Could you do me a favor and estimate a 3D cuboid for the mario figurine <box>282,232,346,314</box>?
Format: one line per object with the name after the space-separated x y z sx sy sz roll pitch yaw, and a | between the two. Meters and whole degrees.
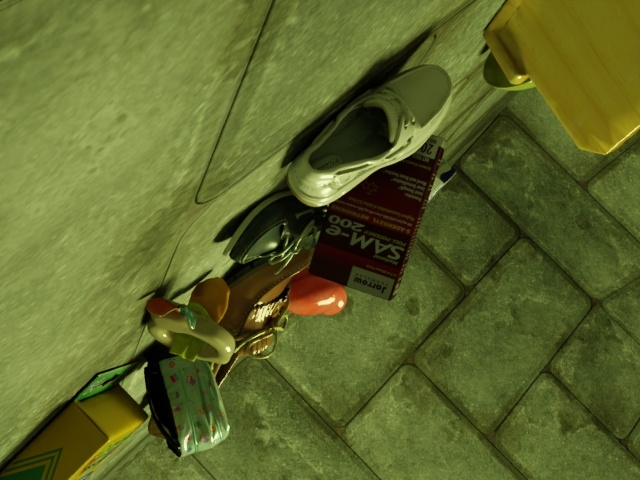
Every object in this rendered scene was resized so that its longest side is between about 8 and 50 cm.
0.000 0.000 1.588 0.320 0.170 0.198 -59 148 -38 | mario figurine

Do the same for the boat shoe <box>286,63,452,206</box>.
0.079 -0.147 1.071 0.277 0.098 0.096 -41 175 -21 | boat shoe

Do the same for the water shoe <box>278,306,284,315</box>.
-0.032 0.151 2.161 0.203 0.080 0.073 -7 153 -21 | water shoe

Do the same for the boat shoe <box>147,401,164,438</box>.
-0.313 0.337 1.883 0.342 0.123 0.123 115 -11 -52 | boat shoe

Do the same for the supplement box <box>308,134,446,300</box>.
0.081 -0.048 1.191 0.073 0.130 0.239 -17 124 -78 | supplement box

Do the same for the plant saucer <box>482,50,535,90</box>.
0.432 -0.374 1.639 0.241 0.037 0.241 -32 -149 22 | plant saucer

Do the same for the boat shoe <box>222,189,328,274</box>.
-0.052 -0.015 1.189 0.095 0.079 0.254 -48 174 24 | boat shoe

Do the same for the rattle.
-0.167 0.080 1.138 0.143 0.130 0.200 -54 152 -21 | rattle

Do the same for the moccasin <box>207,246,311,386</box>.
-0.131 0.146 1.463 0.380 0.147 0.139 -47 172 27 | moccasin

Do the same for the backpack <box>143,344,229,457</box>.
-0.227 0.266 1.401 0.115 0.182 0.152 -18 165 -11 | backpack

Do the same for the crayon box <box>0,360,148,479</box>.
-0.392 0.333 1.279 0.323 0.083 0.203 -45 175 2 | crayon box

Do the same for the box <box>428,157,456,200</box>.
0.180 -0.136 1.703 0.126 0.137 0.072 -49 174 39 | box

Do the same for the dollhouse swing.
0.491 -0.374 1.349 0.315 0.305 0.347 -41 173 -30 | dollhouse swing
